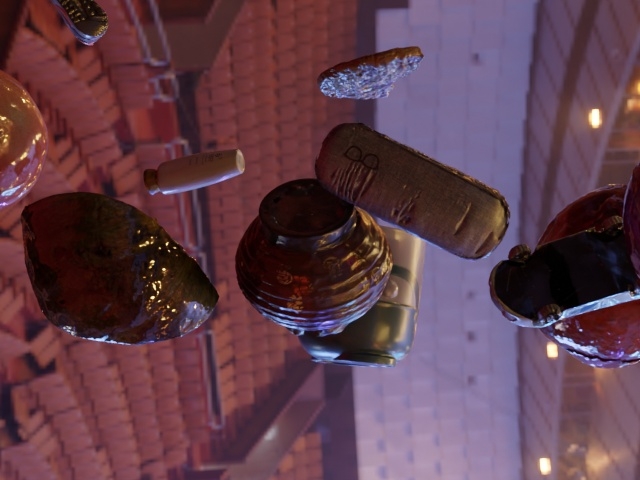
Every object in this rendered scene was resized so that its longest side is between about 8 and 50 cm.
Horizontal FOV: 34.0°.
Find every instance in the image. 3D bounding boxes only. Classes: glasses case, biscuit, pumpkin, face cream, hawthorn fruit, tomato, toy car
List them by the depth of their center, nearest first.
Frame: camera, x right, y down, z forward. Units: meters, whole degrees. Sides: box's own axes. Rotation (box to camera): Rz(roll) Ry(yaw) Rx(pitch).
[{"bbox_3d":[0.287,0.040,1.178,0.056,0.204,0.095,84,-13,-59],"label":"toy car"},{"bbox_3d":[0.127,-0.068,1.445,0.109,0.282,0.067,-63,179,12],"label":"glasses case"},{"bbox_3d":[-0.308,0.043,1.497,0.169,0.312,0.148,98,5,-50],"label":"pumpkin"},{"bbox_3d":[0.441,0.030,1.501,0.307,0.276,0.276,92,-6,-58],"label":"hawthorn fruit"},{"bbox_3d":[0.063,-0.246,1.579,0.250,0.133,0.032,156,-74,-78],"label":"biscuit"},{"bbox_3d":[-0.574,-0.166,1.722,0.224,0.255,0.256,-2,-90,46],"label":"tomato"},{"bbox_3d":[-0.227,-0.123,1.872,0.051,0.182,0.072,63,20,-46],"label":"face cream"}]

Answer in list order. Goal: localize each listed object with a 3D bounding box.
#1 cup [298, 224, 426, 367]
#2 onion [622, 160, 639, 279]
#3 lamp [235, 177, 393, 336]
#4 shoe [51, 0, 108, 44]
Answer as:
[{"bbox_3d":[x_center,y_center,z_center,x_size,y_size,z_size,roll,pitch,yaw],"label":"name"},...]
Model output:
[{"bbox_3d":[0.055,0.092,1.870,0.289,0.219,0.258,-12,-110,63],"label":"cup"},{"bbox_3d":[0.293,-0.017,0.704,0.177,0.177,0.153,98,-15,-65],"label":"onion"},{"bbox_3d":[-0.012,0.035,1.569,0.247,0.247,0.247,178,-90,-85],"label":"lamp"},{"bbox_3d":[-0.439,-0.423,1.813,0.194,0.074,0.077,57,-22,3],"label":"shoe"}]
